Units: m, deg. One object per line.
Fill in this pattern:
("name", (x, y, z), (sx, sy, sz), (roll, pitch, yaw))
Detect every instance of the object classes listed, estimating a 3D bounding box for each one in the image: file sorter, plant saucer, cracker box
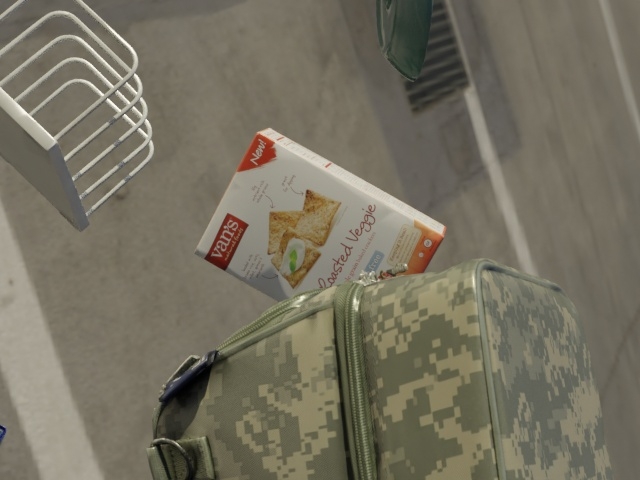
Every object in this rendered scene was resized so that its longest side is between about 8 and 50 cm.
("file sorter", (-0.341, -0.175, 1.593), (0.193, 0.173, 0.278), (43, -17, 12))
("plant saucer", (0.053, -0.166, 0.795), (0.119, 0.021, 0.119), (180, -90, -83))
("cracker box", (0.000, 0.000, 1.313), (0.232, 0.156, 0.067), (29, 13, 4))

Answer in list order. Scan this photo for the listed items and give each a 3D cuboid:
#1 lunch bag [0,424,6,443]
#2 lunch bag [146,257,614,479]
("lunch bag", (-0.575, 0.301, 1.868), (0.151, 0.129, 0.096), (26, 65, -8))
("lunch bag", (0.052, 0.139, 0.876), (0.305, 0.256, 0.213), (13, 65, -64))
